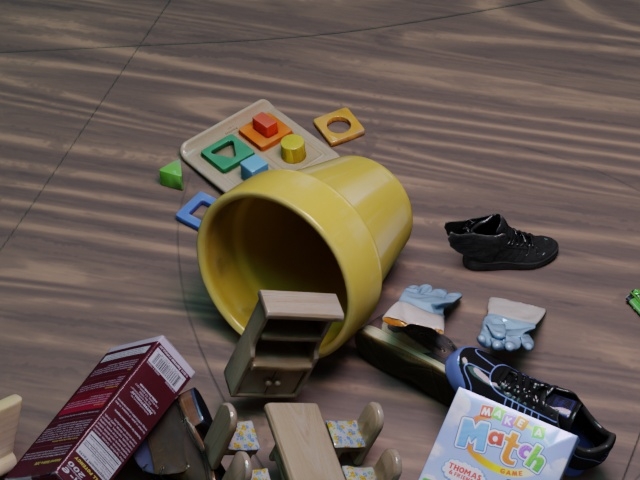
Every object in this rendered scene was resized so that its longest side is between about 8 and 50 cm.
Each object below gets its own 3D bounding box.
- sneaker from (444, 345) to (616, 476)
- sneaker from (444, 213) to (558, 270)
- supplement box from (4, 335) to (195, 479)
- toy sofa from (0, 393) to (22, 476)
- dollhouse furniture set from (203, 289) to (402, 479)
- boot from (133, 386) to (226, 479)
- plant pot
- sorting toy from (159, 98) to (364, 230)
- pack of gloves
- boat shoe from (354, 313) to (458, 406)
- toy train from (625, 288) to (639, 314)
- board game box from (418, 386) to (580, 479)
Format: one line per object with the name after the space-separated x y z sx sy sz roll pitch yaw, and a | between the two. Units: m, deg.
0.268 0.202 1.834 0.232 0.090 0.081 37 53 -2 | sneaker
0.261 -0.001 2.078 0.170 0.089 0.051 -7 48 -5 | sneaker
-0.278 0.233 1.843 0.130 0.073 0.239 -16 29 48 | supplement box
-0.567 0.211 1.881 0.362 0.177 0.150 30 30 25 | toy sofa
-0.023 0.204 1.800 0.212 0.161 0.242 4 43 -27 | dollhouse furniture set
-0.174 0.298 1.838 0.106 0.082 0.219 -24 49 5 | boot
0.000 0.000 1.993 0.254 0.254 0.239 26 39 23 | plant pot
-0.091 -0.137 2.237 0.347 0.047 0.196 -32 55 -26 | sorting toy
0.195 0.116 1.955 0.195 0.046 0.232 14 14 10 | pack of gloves
0.151 0.158 1.941 0.223 0.080 0.073 26 58 28 | boat shoe
0.456 0.101 2.031 0.023 0.017 0.083 -30 53 -11 | toy train
0.200 0.306 1.770 0.160 0.039 0.212 21 79 20 | board game box
